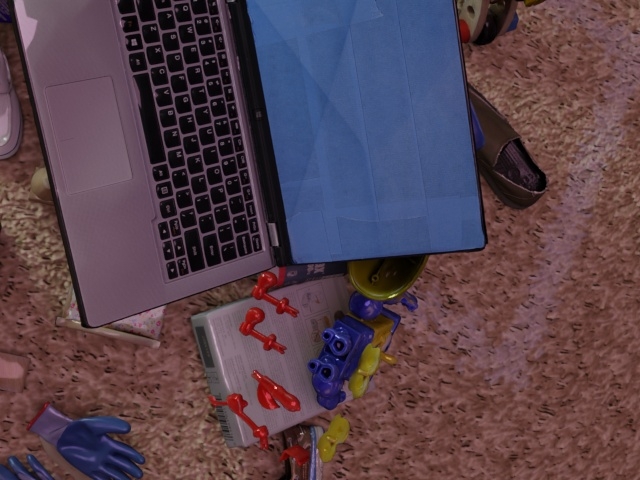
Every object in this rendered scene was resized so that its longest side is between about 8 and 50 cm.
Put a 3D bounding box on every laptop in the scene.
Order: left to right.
[{"bbox_3d":[-0.067,-0.128,1.034,0.408,0.236,0.381,-18,104,-34],"label":"laptop"}]

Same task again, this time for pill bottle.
[{"bbox_3d":[0.000,0.000,1.321,0.180,0.108,0.108,-9,90,-18],"label":"pill bottle"}]

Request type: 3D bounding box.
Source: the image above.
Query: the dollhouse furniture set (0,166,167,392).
[{"bbox_3d":[-0.280,0.075,1.194,0.356,0.174,0.303,15,84,-16],"label":"dollhouse furniture set"}]

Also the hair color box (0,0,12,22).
[{"bbox_3d":[-0.371,-0.358,1.126,0.339,0.110,0.185,4,83,1],"label":"hair color box"}]

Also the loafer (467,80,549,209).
[{"bbox_3d":[0.255,-0.153,1.417,0.251,0.087,0.094,44,76,-11],"label":"loafer"}]

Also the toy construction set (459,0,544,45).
[{"bbox_3d":[0.204,-0.424,1.335,0.309,0.237,0.257,5,86,-17],"label":"toy construction set"}]

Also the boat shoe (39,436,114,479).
[{"bbox_3d":[-0.316,0.274,1.245,0.049,0.042,0.133,-39,99,8],"label":"boat shoe"}]

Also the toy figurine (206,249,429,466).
[{"bbox_3d":[0.031,0.101,1.278,0.191,0.217,0.362,26,99,19],"label":"toy figurine"}]

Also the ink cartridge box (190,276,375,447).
[{"bbox_3d":[-0.050,0.161,1.339,0.232,0.066,0.189,-18,93,-38],"label":"ink cartridge box"}]

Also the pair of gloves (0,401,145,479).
[{"bbox_3d":[-0.320,0.295,1.217,0.159,0.023,0.198,35,98,-8],"label":"pair of gloves"}]

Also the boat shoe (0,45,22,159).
[{"bbox_3d":[-0.436,-0.213,1.207,0.083,0.076,0.226,-19,93,-17],"label":"boat shoe"}]

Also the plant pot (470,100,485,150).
[{"bbox_3d":[0.055,-0.183,1.287,0.212,0.236,0.236,-24,95,-10],"label":"plant pot"}]

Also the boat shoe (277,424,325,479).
[{"bbox_3d":[-0.035,0.347,1.322,0.066,0.066,0.183,6,76,-13],"label":"boat shoe"}]
